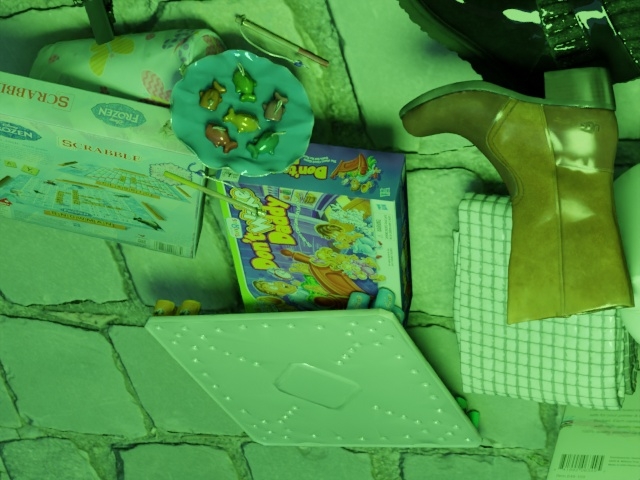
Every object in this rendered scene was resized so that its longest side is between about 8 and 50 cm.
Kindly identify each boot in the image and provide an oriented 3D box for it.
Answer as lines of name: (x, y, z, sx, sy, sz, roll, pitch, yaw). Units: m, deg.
boot: (0.221, -0.044, 1.806, 0.264, 0.096, 0.280, -4, 88, 19)
boot: (0.258, -0.296, 1.788, 0.348, 0.131, 0.260, 39, 141, -26)

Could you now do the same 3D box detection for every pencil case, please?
pencil case: (-0.253, -0.213, 2.102, 0.273, 0.113, 0.124, -3, 140, 26)

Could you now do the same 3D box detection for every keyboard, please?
keyboard: (-0.302, -0.385, 1.924, 0.033, 0.201, 0.317, -11, 127, 5)

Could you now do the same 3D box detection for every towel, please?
towel: (0.296, 0.070, 2.067, 0.235, 0.121, 0.284, 6, 111, 29)

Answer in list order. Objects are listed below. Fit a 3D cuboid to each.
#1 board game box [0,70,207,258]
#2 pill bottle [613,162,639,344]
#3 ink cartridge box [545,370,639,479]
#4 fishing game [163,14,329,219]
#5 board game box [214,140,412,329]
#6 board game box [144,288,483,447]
board game box: (-0.311, -0.098, 2.149, 0.318, 0.066, 0.318, 13, 154, -2)
pill bottle: (0.503, 0.081, 1.899, 0.224, 0.224, 0.392, -27, 126, 38)
ink cartridge box: (0.436, 0.337, 2.166, 0.198, 0.270, 0.197, -1, 129, 24)
fishing game: (-0.097, -0.166, 1.973, 0.189, 0.264, 0.041, 27, 151, -2)
board game box: (0.000, 0.000, 2.119, 0.233, 0.078, 0.347, 8, 148, 11)
board game box: (-0.001, 0.194, 2.307, 0.390, 0.050, 0.390, -4, 145, 27)
